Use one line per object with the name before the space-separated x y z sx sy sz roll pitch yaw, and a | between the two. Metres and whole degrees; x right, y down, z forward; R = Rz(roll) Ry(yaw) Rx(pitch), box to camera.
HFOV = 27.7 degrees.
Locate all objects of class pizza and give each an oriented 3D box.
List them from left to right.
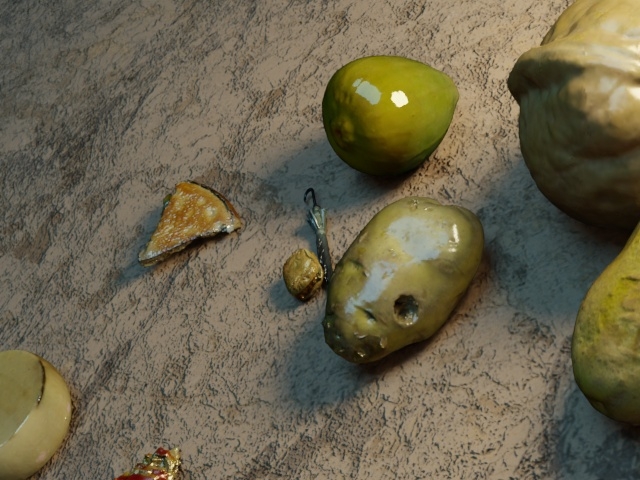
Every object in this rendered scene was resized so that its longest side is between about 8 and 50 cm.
pizza | -0.278 0.384 1.957 0.188 0.062 0.199 11 57 38
pizza | -0.248 -0.016 2.323 0.195 0.052 0.185 -42 48 -14

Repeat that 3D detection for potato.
potato | 0.117 0.059 1.940 0.191 0.141 0.296 34 73 30
potato | 0.431 0.111 1.651 0.229 0.229 0.266 31 88 47

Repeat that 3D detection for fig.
fig | 0.114 -0.208 2.161 0.207 0.207 0.230 6 12 38

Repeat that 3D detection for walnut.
walnut | 0.440 -0.192 1.813 0.381 0.381 0.381 -19 43 19

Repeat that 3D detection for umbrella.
umbrella | 0.003 -0.004 2.152 0.044 0.044 0.269 -49 35 28

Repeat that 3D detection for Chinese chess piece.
Chinese chess piece | -0.537 0.303 2.182 0.251 0.097 0.251 -19 43 18

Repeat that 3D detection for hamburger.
hamburger | -0.029 0.056 2.105 0.076 0.044 0.083 -44 43 19
